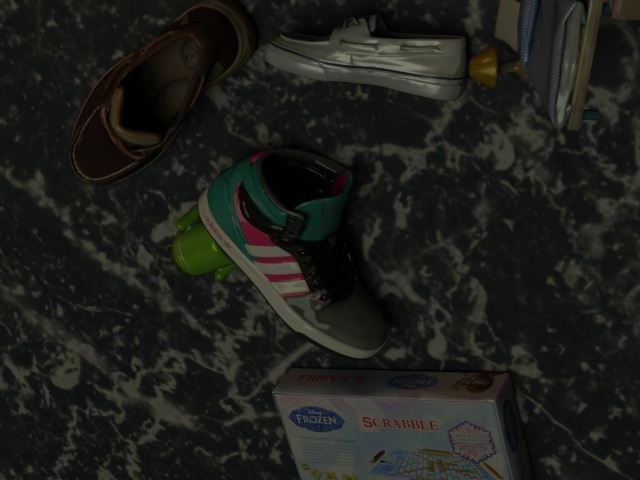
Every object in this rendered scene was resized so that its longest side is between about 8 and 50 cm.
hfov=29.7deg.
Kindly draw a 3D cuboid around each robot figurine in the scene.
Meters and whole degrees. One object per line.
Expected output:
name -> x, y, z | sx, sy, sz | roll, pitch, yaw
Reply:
robot figurine -> -0.143, 0.006, 1.551 | 0.115, 0.067, 0.101 | -19, 120, 35

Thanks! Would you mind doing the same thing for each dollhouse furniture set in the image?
dollhouse furniture set -> 0.162, -0.223, 1.075 | 0.198, 0.286, 0.303 | 1, 124, -3

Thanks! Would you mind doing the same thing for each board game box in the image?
board game box -> 0.124, 0.319, 1.598 | 0.318, 0.066, 0.318 | -1, 118, 29

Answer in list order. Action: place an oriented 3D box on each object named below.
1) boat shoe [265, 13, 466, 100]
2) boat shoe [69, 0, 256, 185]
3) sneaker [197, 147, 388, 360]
boat shoe -> 0.052, -0.212, 1.320 | 0.226, 0.083, 0.076 | 11, 112, 9
boat shoe -> -0.218, -0.162, 1.454 | 0.342, 0.123, 0.123 | -33, 99, 38
sneaker -> 0.000, 0.000, 1.444 | 0.295, 0.124, 0.178 | 44, 138, -1
